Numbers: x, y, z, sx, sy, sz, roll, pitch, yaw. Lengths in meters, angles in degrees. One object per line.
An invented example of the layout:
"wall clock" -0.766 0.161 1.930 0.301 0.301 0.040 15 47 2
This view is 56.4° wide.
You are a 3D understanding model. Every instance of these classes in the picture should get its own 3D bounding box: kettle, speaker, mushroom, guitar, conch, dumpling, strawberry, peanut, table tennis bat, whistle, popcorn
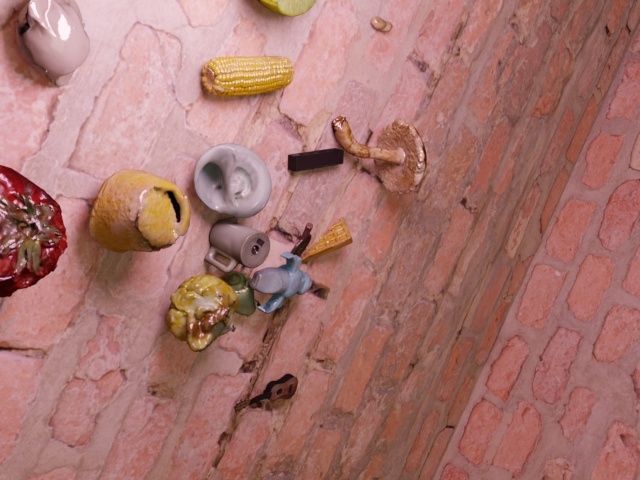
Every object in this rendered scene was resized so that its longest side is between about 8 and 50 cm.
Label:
"kettle" -0.217 0.016 1.553 0.098 0.148 0.127 -6 111 -48
"speaker" -0.012 -0.237 1.734 0.191 0.040 0.046 -15 117 -42
"mushroom" 0.174 -0.267 1.850 0.208 0.301 0.233 -82 180 -75
"guitar" -0.178 0.492 1.900 0.271 0.038 0.084 -7 112 -48
"conch" -0.223 -0.151 1.487 0.185 0.121 0.221 -44 128 -18
"dumpling" -0.491 -0.387 1.120 0.150 0.092 0.176 -56 135 -33
"strawberry" -0.619 -0.016 1.073 0.274 0.220 0.274 47 35 -50
"peanut" 0.179 -0.636 1.754 0.083 0.037 0.037 -5 112 -44
"table tennis bat" -0.094 -0.023 1.771 0.107 0.119 0.170 -42 166 -41
"conch" -0.227 0.161 1.671 0.105 0.079 0.170 -32 134 -15
"whistle" -0.113 0.116 1.721 0.274 0.093 0.186 6 110 -63
"popcorn" -0.297 0.192 1.521 0.197 0.212 0.198 -5 115 -10

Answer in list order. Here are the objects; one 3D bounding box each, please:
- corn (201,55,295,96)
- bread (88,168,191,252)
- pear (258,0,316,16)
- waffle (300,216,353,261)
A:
"corn" -0.172 -0.400 1.445 0.244 0.093 0.093 -18 120 -41
"bread" -0.398 -0.056 1.305 0.197 0.170 0.197 -28 124 -51
"pear" -0.077 -0.670 1.397 0.239 0.139 0.288 -13 115 -58
"waffle" 0.000 0.000 1.884 0.191 0.125 0.032 -21 133 1
